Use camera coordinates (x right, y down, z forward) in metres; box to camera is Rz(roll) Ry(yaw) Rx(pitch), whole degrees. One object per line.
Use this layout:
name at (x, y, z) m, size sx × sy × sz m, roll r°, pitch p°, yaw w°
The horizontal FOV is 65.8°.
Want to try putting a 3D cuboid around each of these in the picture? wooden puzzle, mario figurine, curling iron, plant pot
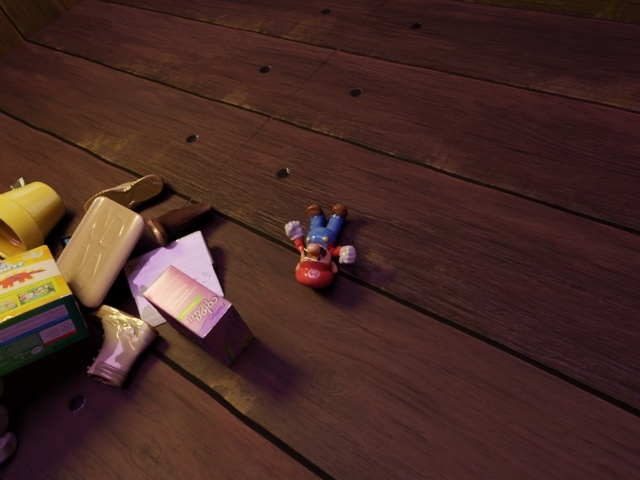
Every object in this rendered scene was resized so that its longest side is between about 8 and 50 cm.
wooden puzzle at (-0.725, 0.033, 1.647) m, size 0.348 × 0.080 × 0.322 m, roll 21°, pitch 80°, yaw 42°
mario figurine at (0.000, 0.000, 1.491) m, size 0.198 × 0.170 × 0.320 m, roll -31°, pitch 33°, yaw 36°
curling iron at (-0.822, 0.187, 1.653) m, size 0.274 × 0.035 × 0.068 m, roll 23°, pitch 99°, yaw 33°
plant pot at (-1.094, -0.087, 1.823) m, size 0.254 × 0.253 × 0.239 m, roll 8°, pitch 40°, yaw 20°

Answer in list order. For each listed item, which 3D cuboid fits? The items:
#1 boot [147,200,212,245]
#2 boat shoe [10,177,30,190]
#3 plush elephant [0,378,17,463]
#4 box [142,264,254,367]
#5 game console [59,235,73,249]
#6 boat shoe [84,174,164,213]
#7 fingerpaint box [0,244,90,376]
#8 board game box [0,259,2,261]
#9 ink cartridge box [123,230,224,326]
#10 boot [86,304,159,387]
boot at (-0.470, -0.074, 1.677) m, size 0.207 × 0.090 × 0.248 m, roll -27°, pitch 18°, yaw -10°
boat shoe at (-1.211, -0.175, 2.014) m, size 0.069 × 0.081 × 0.228 m, roll -36°, pitch 46°, yaw -10°
plush elephant at (-0.982, 0.495, 1.349) m, size 0.330 × 0.256 × 0.271 m, roll -1°, pitch 91°, yaw 54°
box at (-0.338, 0.214, 1.388) m, size 0.243 × 0.213 × 0.117 m, roll 26°, pitch 64°, yaw 26°
game console at (-0.862, 0.041, 1.757) m, size 0.122 × 0.071 × 0.107 m, roll -14°, pitch 51°, yaw 5°
boat shoe at (-0.734, -0.164, 1.872) m, size 0.303 × 0.109 × 0.098 m, roll -26°, pitch 12°, yaw -5°
fingerpaint box at (-0.931, 0.224, 1.374) m, size 0.445 × 0.163 × 0.371 m, roll -25°, pitch 35°, yaw -29°
board game box at (-1.230, 0.219, 1.652) m, size 0.318 × 0.066 × 0.318 m, roll -13°, pitch 49°, yaw 33°
ink cartridge box at (-0.467, 0.129, 1.596) m, size 0.275 × 0.060 × 0.238 m, roll -23°, pitch 76°, yaw -3°
boot at (-0.637, 0.313, 1.480) m, size 0.262 × 0.095 × 0.203 m, roll 15°, pitch 61°, yaw 23°
